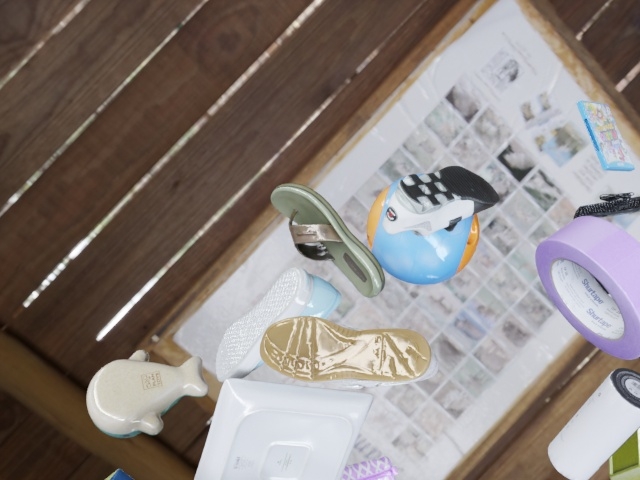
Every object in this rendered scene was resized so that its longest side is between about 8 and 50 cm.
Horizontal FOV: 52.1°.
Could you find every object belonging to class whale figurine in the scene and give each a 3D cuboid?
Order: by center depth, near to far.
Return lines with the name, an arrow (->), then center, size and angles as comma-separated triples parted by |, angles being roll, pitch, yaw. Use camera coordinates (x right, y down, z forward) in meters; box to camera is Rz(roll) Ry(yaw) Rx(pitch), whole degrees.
whale figurine -> -0.400, 0.361, 1.534 | 0.141, 0.272, 0.216 | 96, 154, -51

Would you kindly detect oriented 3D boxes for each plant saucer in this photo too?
plant saucer -> 0.683, 0.446, 1.435 | 0.045, 0.188, 0.188 | 12, 150, 0

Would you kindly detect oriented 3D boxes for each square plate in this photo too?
square plate -> -0.083, 0.469, 1.415 | 0.344, 0.347, 0.049 | 11, -162, -22

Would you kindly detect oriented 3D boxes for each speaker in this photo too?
speaker -> 0.299, 0.199, 0.701 | 0.055, 0.136, 0.055 | 13, -143, -10

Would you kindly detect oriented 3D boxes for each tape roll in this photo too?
tape roll -> 0.542, 0.091, 1.260 | 0.275, 0.090, 0.275 | 55, 171, 13

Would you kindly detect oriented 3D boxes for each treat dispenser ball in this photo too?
treat dispenser ball -> 0.262, -0.028, 1.685 | 0.288, 0.288, 0.288 | 44, 180, 0

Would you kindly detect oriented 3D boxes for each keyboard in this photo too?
keyboard -> 0.832, -0.107, 1.897 | 0.192, 0.100, 0.038 | -9, 119, 43

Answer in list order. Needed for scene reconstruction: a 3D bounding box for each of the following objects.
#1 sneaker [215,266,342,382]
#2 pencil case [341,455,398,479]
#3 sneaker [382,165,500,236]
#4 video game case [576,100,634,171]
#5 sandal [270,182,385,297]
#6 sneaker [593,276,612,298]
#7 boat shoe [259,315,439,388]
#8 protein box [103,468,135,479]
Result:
sneaker -> -0.090, 0.208, 1.407 | 0.150, 0.366, 0.135 | 23, -140, -29
pencil case -> 0.095, 0.633, 1.729 | 0.088, 0.206, 0.086 | 108, 145, -61
sneaker -> 0.269, -0.081, 1.504 | 0.330, 0.146, 0.122 | -7, -128, -36
video game case -> 0.637, -0.232, 1.462 | 0.119, 0.015, 0.166 | -3, -109, -38
sandal -> 0.001, 0.000, 1.274 | 0.303, 0.086, 0.120 | 46, 154, 21
sneaker -> 0.621, 0.094, 1.570 | 0.121, 0.079, 0.217 | 41, 155, -4
boat shoe -> 0.040, 0.177, 0.973 | 0.277, 0.098, 0.096 | 3, 158, 29
protein box -> -0.349, 0.555, 1.134 | 0.201, 0.136, 0.200 | 44, -154, -14
